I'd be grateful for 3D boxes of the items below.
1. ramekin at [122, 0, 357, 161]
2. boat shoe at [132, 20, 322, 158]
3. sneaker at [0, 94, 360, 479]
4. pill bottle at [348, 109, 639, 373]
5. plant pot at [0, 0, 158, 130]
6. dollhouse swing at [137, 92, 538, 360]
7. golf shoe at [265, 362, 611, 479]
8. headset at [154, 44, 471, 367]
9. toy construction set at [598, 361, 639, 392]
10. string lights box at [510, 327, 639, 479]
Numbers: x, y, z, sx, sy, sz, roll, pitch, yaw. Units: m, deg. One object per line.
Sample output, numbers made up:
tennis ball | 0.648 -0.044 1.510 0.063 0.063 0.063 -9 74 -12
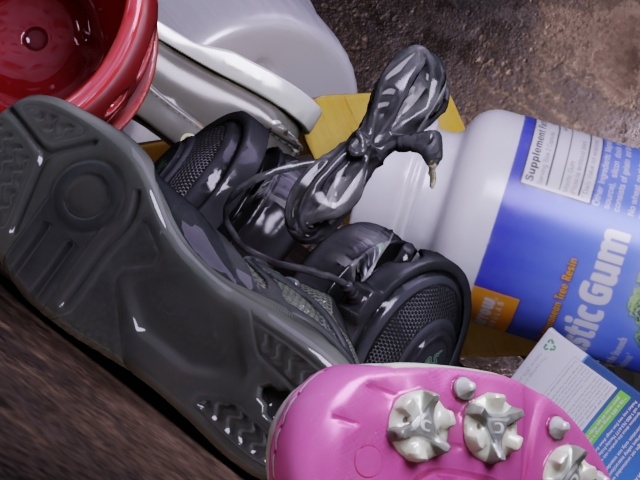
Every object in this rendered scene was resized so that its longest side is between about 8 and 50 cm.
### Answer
ramekin | -0.096 -0.140 1.617 0.277 0.277 0.135 34 11 -42
boat shoe | -0.152 -0.125 1.143 0.305 0.091 0.109 27 -4 -5
sneaker | -0.066 0.026 0.758 0.227 0.087 0.130 40 1 10
pill bottle | 0.160 -0.004 1.123 0.272 0.152 0.152 16 1 4
plant pot | -0.193 -0.141 0.997 0.191 0.191 0.174 36 -3 2
dollhouse swing | -0.006 0.008 1.377 0.347 0.305 0.315 -106 171 -84
golf shoe | 0.074 0.132 0.665 0.306 0.115 0.140 32 -19 -36
headset | 0.000 0.000 1.017 0.243 0.185 0.394 36 -10 5
toy construction set | 0.279 0.134 1.308 0.215 0.151 0.328 63 0 4
string lights box | 0.212 0.185 1.005 0.259 0.133 0.077 38 -1 31
